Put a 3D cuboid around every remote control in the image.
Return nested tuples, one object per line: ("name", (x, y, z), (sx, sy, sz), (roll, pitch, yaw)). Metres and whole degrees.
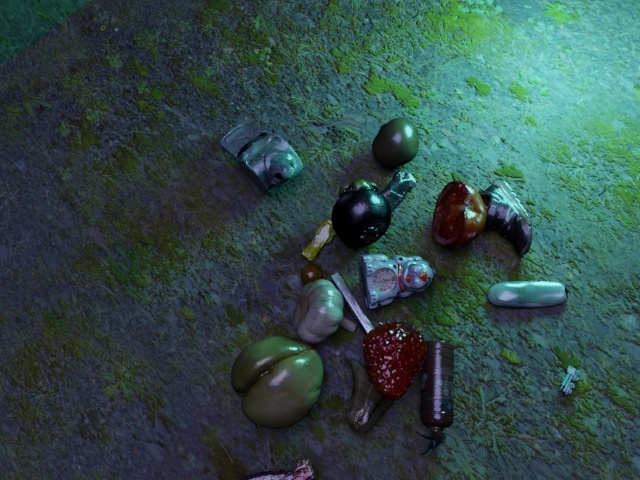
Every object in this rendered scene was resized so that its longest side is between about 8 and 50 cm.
("remote control", (0.111, 0.225, 1.907), (0.034, 0.103, 0.250), (-29, 67, -8))
("remote control", (0.685, 0.174, 1.880), (0.256, 0.045, 0.097), (-4, 67, 3))

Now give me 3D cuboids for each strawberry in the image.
("strawberry", (0.216, 0.373, 1.721), (0.206, 0.205, 0.244), (5, 42, 10))

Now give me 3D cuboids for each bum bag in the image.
("bum bag", (0.268, -0.174, 2.086), (0.087, 0.049, 0.197), (41, 76, -4))

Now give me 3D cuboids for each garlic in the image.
("garlic", (0.026, 0.248, 1.891), (0.212, 0.219, 0.218), (22, 67, -23))

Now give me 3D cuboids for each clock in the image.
("clock", (0.264, 0.125, 1.903), (0.254, 0.189, 0.188), (-6, 66, -1))

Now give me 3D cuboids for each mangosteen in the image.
("mangosteen", (0.138, -0.096, 1.979), (0.243, 0.243, 0.242), (-3, 67, 7))

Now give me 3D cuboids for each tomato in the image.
("tomato", (0.486, -0.079, 1.946), (0.140, 0.200, 0.232), (15, 77, -21))

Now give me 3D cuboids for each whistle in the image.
("whistle", (-0.236, -0.328, 2.142), (0.168, 0.188, 0.405), (-43, 68, -10))

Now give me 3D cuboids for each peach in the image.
("peach", (-0.131, 0.434, 1.781), (0.293, 0.247, 0.292), (-3, 42, 3))

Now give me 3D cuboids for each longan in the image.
("longan", (0.280, -0.359, 2.098), (0.189, 0.189, 0.189), (-3, 67, 7))

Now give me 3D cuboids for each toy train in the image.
("toy train", (0.773, 0.435, 1.766), (0.045, 0.029, 0.092), (29, 75, 26))

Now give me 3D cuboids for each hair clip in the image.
("hair clip", (0.000, 0.000, 2.048), (0.072, 0.046, 0.173), (30, 75, 8))

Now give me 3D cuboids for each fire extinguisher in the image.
("fire extinguisher", (0.346, 0.483, 1.750), (0.102, 0.138, 0.343), (-21, 55, 49))

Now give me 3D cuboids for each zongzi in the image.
("zongzi", (0.121, 0.485, 1.791), (0.197, 0.099, 0.194), (34, 59, 23))

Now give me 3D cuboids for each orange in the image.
("orange", (-0.030, 0.121, 1.988), (0.085, 0.085, 0.084), (-3, 67, 7))

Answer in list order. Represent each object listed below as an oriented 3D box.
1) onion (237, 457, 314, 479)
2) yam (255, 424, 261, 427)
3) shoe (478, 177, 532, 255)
("onion", (-0.147, 0.791, 1.677), (0.349, 0.159, 0.267), (-38, 79, -16))
("yam", (-0.208, 0.545, 1.859), (0.027, 0.033, 0.129), (-27, 58, 26))
("shoe", (0.625, -0.078, 1.956), (0.137, 0.114, 0.290), (-18, 63, -5))
